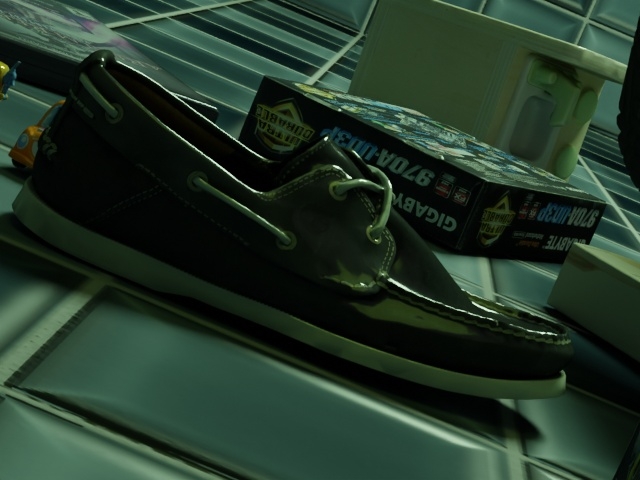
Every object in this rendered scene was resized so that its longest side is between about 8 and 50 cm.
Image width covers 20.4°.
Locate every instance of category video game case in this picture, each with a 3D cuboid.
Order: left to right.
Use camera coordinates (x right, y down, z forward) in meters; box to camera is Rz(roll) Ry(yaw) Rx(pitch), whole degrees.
[{"bbox_3d":[-0.201,-0.141,1.161,0.196,0.026,0.274,17,10,-30],"label":"video game case"}]

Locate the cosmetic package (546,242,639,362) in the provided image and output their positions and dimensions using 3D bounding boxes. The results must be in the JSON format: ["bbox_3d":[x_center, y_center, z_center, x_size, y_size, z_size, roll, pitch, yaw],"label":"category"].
[{"bbox_3d":[0.186,0.044,0.989,0.060,0.041,0.115,15,12,-37],"label":"cosmetic package"}]

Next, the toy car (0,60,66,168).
[{"bbox_3d":[-0.138,-0.061,0.818,0.122,0.040,0.060,30,12,33],"label":"toy car"}]

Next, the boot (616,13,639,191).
[{"bbox_3d":[0.281,-0.013,0.866,0.223,0.118,0.338,5,40,-4],"label":"boot"}]

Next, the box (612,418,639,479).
[{"bbox_3d":[0.187,0.122,0.512,0.183,0.059,0.232,21,10,-2],"label":"box"}]

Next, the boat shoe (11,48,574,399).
[{"bbox_3d":[0.000,0.000,0.701,0.233,0.079,0.084,23,8,-7],"label":"boat shoe"}]

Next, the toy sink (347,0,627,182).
[{"bbox_3d":[0.166,-0.130,1.630,0.234,0.131,0.153,24,9,39],"label":"toy sink"}]

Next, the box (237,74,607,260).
[{"bbox_3d":[0.075,-0.046,1.195,0.175,0.051,0.220,28,11,26],"label":"box"}]
